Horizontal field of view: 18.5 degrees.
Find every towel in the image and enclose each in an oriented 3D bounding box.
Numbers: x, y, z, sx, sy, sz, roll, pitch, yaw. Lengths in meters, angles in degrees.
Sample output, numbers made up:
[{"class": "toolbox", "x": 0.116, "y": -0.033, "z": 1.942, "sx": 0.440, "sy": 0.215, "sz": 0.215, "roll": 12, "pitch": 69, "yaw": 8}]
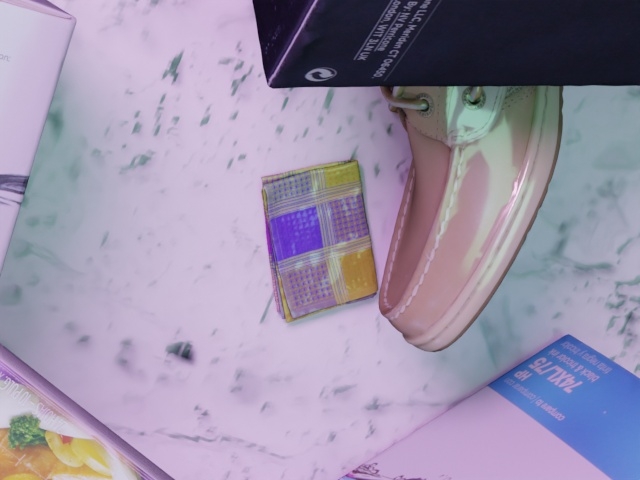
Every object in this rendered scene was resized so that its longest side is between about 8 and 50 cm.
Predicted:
[{"class": "towel", "x": 0.000, "y": 0.000, "z": 1.079, "sx": 0.060, "sy": 0.009, "sz": 0.083, "roll": -13, "pitch": 107, "yaw": -15}]

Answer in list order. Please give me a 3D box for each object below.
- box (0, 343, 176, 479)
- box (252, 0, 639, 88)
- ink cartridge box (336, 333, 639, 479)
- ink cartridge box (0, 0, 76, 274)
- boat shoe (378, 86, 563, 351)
[{"class": "box", "x": -0.078, "y": 0.136, "z": 0.867, "sx": 0.324, "sy": 0.067, "sz": 0.063, "roll": 40, "pitch": 88, "yaw": -16}, {"class": "box", "x": 0.112, "y": -0.233, "z": 0.900, "sx": 0.294, "sy": 0.183, "sz": 0.296, "roll": -2, "pitch": 67, "yaw": -18}, {"class": "ink cartridge box", "x": 0.103, "y": 0.222, "z": 1.069, "sx": 0.270, "sy": 0.197, "sz": 0.198, "roll": -31, "pitch": 111, "yaw": -9}, {"class": "ink cartridge box", "x": -0.197, "y": -0.030, "z": 0.925, "sx": 0.086, "sy": 0.153, "sz": 0.208, "roll": 14, "pitch": 99, "yaw": -23}, {"class": "boat shoe", "x": 0.074, "y": -0.094, "z": 1.034, "sx": 0.098, "sy": 0.109, "sz": 0.302, "roll": 17, "pitch": 92, "yaw": -17}]
